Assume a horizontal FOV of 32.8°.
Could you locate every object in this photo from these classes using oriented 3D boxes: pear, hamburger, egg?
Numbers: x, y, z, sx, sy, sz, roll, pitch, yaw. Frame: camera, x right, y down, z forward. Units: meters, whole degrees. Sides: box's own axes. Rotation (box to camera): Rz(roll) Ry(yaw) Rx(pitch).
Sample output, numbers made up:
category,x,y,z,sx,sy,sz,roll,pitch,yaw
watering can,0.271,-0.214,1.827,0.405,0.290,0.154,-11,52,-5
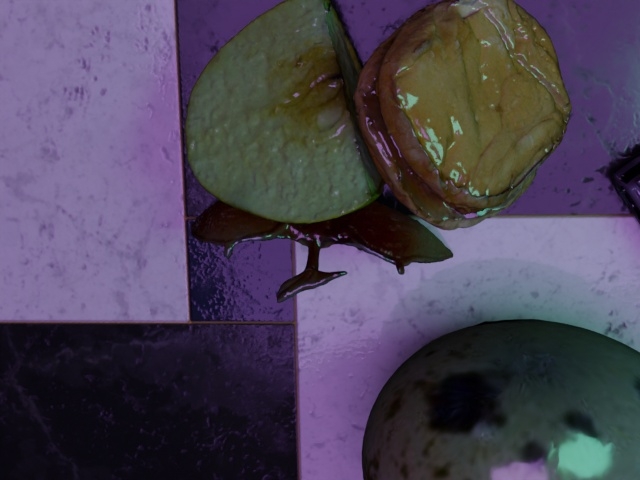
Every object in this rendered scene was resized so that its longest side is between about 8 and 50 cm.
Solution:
category,x,y,z,sx,sy,sz,roll,pitch,yaw
pear,-0.049,-0.136,1.387,0.239,0.139,0.288,-17,76,14
hamburger,0.176,-0.160,1.317,0.283,0.144,0.259,-34,99,-27
egg,0.265,0.266,1.345,0.428,0.345,0.345,-6,101,5

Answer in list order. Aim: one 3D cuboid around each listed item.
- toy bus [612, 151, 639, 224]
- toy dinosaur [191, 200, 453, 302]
category,x,y,z,sx,sy,sz,roll,pitch,yaw
toy bus,0.454,-0.032,1.391,0.087,0.098,0.178,-34,96,11
toy dinosaur,0.007,-0.007,1.435,0.327,0.113,0.206,-16,62,-11
